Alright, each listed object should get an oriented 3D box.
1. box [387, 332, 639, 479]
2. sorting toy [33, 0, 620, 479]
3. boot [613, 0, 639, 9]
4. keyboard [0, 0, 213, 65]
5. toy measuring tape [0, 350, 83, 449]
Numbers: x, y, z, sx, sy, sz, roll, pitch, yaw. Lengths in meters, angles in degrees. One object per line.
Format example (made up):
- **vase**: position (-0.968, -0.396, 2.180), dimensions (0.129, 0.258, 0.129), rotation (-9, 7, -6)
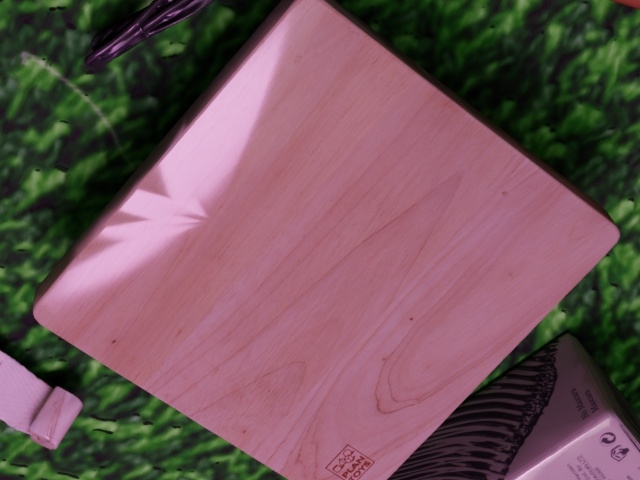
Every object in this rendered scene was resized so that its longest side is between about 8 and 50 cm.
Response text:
- **box**: position (0.093, 0.191, 1.205), dimensions (0.275, 0.113, 0.094), rotation (-36, 117, 9)
- **sorting toy**: position (0.000, 0.000, 1.099), dimensions (0.255, 0.089, 0.257), rotation (35, 108, -23)
- **boot**: position (0.252, -0.082, 1.101), dimensions (0.284, 0.109, 0.220), rotation (7, 121, -21)
- **keyboard**: position (-0.114, -0.201, 1.007), dimensions (0.317, 0.033, 0.201), rotation (-28, 112, 7)
- **toy measuring tape**: position (-0.250, 0.018, 1.049), dimensions (0.121, 0.121, 0.330), rotation (-42, 116, 13)
